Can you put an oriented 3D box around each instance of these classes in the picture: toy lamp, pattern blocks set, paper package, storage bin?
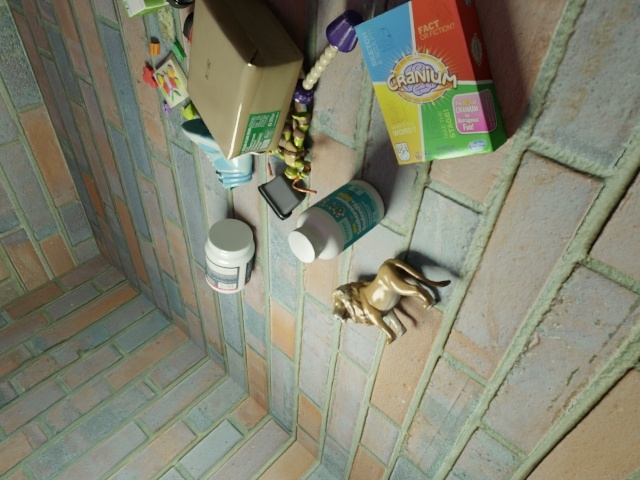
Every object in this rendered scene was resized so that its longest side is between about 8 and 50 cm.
[{"bbox_3d":[0.011,-0.432,1.113,0.080,0.080,0.274,55,146,-2],"label":"toy lamp"},{"bbox_3d":[-0.533,-0.566,1.677,0.286,0.026,0.324,57,145,-4],"label":"pattern blocks set"},{"bbox_3d":[-0.211,-0.433,1.228,0.310,0.168,0.325,59,147,22],"label":"paper package"},{"bbox_3d":[-0.114,-0.149,1.495,0.091,0.098,0.135,-35,90,28],"label":"storage bin"}]

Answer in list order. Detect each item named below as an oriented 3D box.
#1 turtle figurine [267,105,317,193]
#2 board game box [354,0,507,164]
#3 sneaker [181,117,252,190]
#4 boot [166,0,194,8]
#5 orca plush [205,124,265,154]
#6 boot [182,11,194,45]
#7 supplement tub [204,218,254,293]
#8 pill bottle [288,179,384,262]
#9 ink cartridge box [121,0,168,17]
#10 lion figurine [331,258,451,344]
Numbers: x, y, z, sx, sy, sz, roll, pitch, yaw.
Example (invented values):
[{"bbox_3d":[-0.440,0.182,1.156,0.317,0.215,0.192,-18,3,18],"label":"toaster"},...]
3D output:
[{"bbox_3d":[-0.069,-0.258,1.338,0.269,0.087,0.218,42,136,45],"label":"turtle figurine"},{"bbox_3d":[0.223,-0.325,0.963,0.242,0.064,0.317,0,119,49],"label":"board game box"},{"bbox_3d":[-0.357,-0.288,1.621,0.319,0.127,0.208,31,138,31],"label":"sneaker"},{"bbox_3d":[-0.370,-0.792,1.200,0.260,0.131,0.348,13,139,52],"label":"boot"},{"bbox_3d":[-0.254,-0.361,1.442,0.287,0.151,0.102,51,141,48],"label":"orca plush"},{"bbox_3d":[-0.356,-0.553,1.434,0.176,0.088,0.244,34,133,27],"label":"boot"},{"bbox_3d":[-0.362,0.065,1.863,0.191,0.191,0.272,40,142,20],"label":"supplement tub"},{"bbox_3d":[0.039,-0.046,1.238,0.146,0.264,0.146,30,139,30],"label":"pill bottle"},{"bbox_3d":[-0.526,-0.805,1.407,0.255,0.097,0.189,10,126,46],"label":"ink cartridge box"},{"bbox_3d":[0.190,0.151,1.370,0.240,0.142,0.392,51,132,18],"label":"lion figurine"}]
